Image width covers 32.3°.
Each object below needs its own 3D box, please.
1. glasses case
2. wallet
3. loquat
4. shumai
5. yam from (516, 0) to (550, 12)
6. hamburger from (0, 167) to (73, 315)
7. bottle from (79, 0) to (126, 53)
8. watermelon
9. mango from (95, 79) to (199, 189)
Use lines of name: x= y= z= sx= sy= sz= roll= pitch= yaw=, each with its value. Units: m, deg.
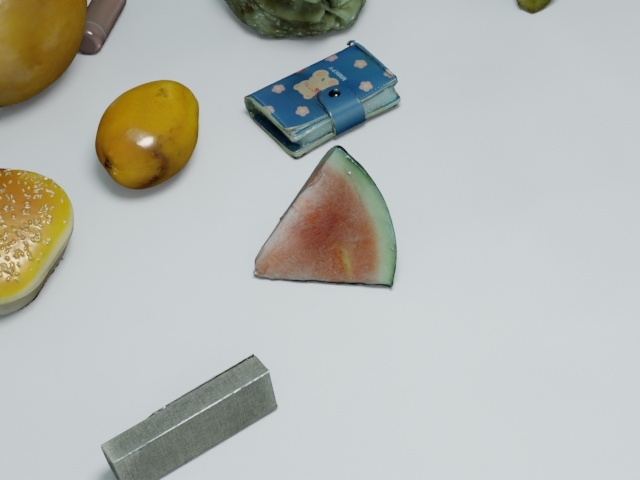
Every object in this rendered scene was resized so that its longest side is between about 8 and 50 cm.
glasses case: x=-0.149 y=0.210 z=1.273 sx=0.205 sy=0.071 sz=0.047 roll=-29 pitch=48 yaw=-18
wallet: x=0.008 y=-0.213 z=1.642 sx=0.202 sy=0.059 sz=0.141 roll=-29 pitch=54 yaw=-20
loquat: x=-0.509 y=-0.355 z=1.657 sx=0.328 sy=0.328 sz=0.329 roll=-3 pitch=48 yaw=3
shumai: x=-0.057 y=-0.450 z=1.730 sx=0.260 sy=0.222 sz=0.225 roll=26 pitch=78 yaw=23
yam: x=0.354 y=-0.439 z=1.802 sx=0.069 sy=0.070 sz=0.146 roll=4 pitch=48 yaw=9
hamburger: x=-0.423 y=-0.001 z=1.457 sx=0.172 sy=0.116 sz=0.210 roll=16 pitch=52 yaw=16
bottle: x=-0.362 y=-0.366 z=1.818 sx=0.053 sy=0.053 sz=0.140 roll=6 pitch=49 yaw=11
watermelon: x=0.019 y=-0.008 z=1.471 sx=0.202 sy=0.136 sz=0.207 roll=-35 pitch=76 yaw=23
mango: x=-0.242 y=-0.161 z=1.592 sx=0.144 sy=0.112 sz=0.219 roll=5 pitch=37 yaw=10
